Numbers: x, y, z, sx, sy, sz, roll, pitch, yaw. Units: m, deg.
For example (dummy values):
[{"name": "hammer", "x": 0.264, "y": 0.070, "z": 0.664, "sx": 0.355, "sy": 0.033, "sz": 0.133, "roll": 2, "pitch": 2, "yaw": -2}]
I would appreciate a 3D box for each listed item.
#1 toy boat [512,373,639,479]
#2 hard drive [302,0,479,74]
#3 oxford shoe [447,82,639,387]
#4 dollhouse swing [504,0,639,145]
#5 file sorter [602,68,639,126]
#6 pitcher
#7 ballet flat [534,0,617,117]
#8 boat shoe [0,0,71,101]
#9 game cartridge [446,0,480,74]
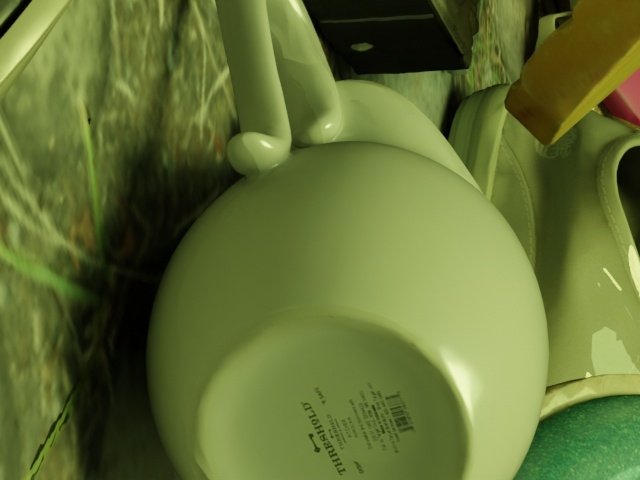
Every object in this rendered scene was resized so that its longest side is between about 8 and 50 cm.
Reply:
[{"name": "toy boat", "x": 0.147, "y": 0.208, "z": 0.802, "sx": 0.318, "sy": 0.148, "sz": 0.267, "roll": 45, "pitch": 62, "yaw": -25}, {"name": "hard drive", "x": 0.002, "y": -0.229, "z": 0.733, "sx": 0.339, "sy": 0.064, "sz": 0.237, "roll": 44, "pitch": 46, "yaw": -65}, {"name": "oxford shoe", "x": 0.113, "y": 0.116, "z": 0.963, "sx": 0.169, "sy": 0.130, "sz": 0.449, "roll": 65, "pitch": 30, "yaw": -57}, {"name": "dollhouse swing", "x": 0.161, "y": -0.262, "z": 0.856, "sx": 0.305, "sy": 0.347, "sz": 0.315, "roll": -18, "pitch": 68, "yaw": -43}, {"name": "file sorter", "x": 0.344, "y": -0.101, "z": 1.265, "sx": 0.291, "sy": 0.182, "sz": 0.202, "roll": 47, "pitch": 59, "yaw": -32}, {"name": "pitcher", "x": 0.000, "y": 0.000, "z": 0.644, "sx": 0.178, "sy": 0.125, "sz": 0.207, "roll": 61, "pitch": 14, "yaw": -16}, {"name": "ballet flat", "x": 0.167, "y": -0.152, "z": 1.268, "sx": 0.067, "sy": 0.073, "sz": 0.206, "roll": 13, "pitch": 70, "yaw": -49}, {"name": "boat shoe", "x": -0.082, "y": -0.090, "z": 0.486, "sx": 0.065, "sy": 0.075, "sz": 0.206, "roll": 34, "pitch": 48, "yaw": -15}, {"name": "game cartridge", "x": 0.072, "y": -0.132, "z": 1.034, "sx": 0.056, "sy": 0.017, "sz": 0.083, "roll": 59, "pitch": 34, "yaw": -52}]
